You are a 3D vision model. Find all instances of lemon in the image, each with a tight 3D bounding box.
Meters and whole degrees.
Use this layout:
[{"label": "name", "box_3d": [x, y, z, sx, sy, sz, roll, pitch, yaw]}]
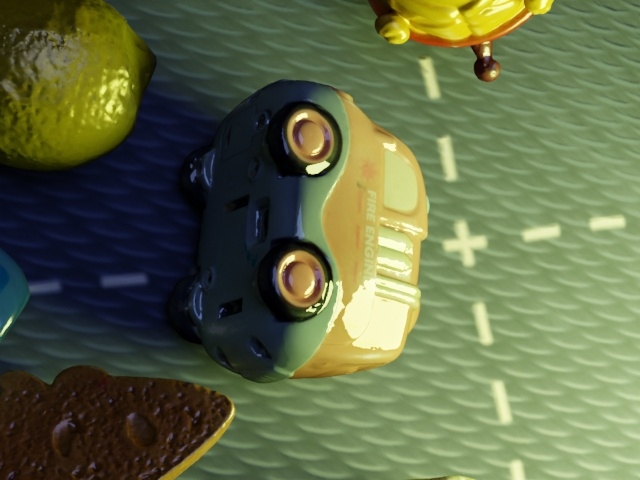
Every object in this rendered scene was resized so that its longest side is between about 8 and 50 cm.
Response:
[{"label": "lemon", "box_3d": [-0.255, -0.148, 1.435, 0.193, 0.180, 0.180, 17, 69, -42]}]

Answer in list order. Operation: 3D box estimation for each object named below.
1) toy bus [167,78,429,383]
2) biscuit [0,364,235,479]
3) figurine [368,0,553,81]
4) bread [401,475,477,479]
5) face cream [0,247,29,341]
[{"label": "toy bus", "box_3d": [0.000, 0.000, 1.509, 0.232, 0.194, 0.287, 14, 71, -29]}, {"label": "biscuit", "box_3d": [-0.213, 0.187, 1.412, 0.280, 0.043, 0.183, -16, 67, -12]}, {"label": "figurine", "box_3d": [0.140, -0.342, 1.651, 0.320, 0.196, 0.323, -11, 68, 17]}, {"label": "bread", "box_3d": [0.100, 0.299, 1.500, 0.148, 0.141, 0.134, -43, 100, -25]}, {"label": "face cream", "box_3d": [-0.392, 0.013, 1.384, 0.264, 0.083, 0.149, 37, 64, -11]}]
